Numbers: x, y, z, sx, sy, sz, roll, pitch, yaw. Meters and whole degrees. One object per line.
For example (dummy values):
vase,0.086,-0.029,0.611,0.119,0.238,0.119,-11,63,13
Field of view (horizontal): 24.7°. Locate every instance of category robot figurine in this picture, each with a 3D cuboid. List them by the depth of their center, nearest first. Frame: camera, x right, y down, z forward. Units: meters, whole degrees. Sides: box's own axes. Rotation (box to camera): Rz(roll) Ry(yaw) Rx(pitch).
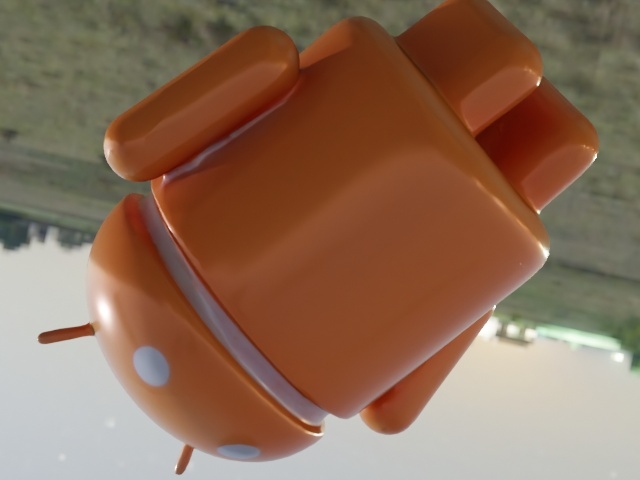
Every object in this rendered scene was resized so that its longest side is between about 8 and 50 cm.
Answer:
robot figurine,0.001,0.002,0.574,0.128,0.219,0.158,54,-173,21
